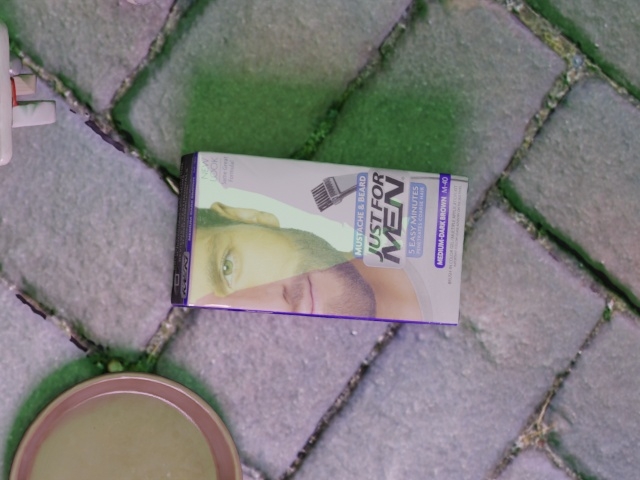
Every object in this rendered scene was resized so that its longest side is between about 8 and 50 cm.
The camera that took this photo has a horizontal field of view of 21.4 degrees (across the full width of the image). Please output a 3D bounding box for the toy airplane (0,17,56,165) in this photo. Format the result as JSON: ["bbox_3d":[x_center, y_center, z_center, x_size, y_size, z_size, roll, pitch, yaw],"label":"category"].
[{"bbox_3d":[-0.470,-0.161,1.750,0.384,0.386,0.272,-18,86,-15],"label":"toy airplane"}]

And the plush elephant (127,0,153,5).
[{"bbox_3d":[-0.309,-0.450,1.879,0.255,0.272,0.330,-13,63,-30],"label":"plush elephant"}]

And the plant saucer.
[{"bbox_3d":[-0.228,0.292,1.983,0.278,0.041,0.278,1,87,-16],"label":"plant saucer"}]

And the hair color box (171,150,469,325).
[{"bbox_3d":[0.000,0.000,2.028,0.339,0.110,0.185,4,88,-15],"label":"hair color box"}]
